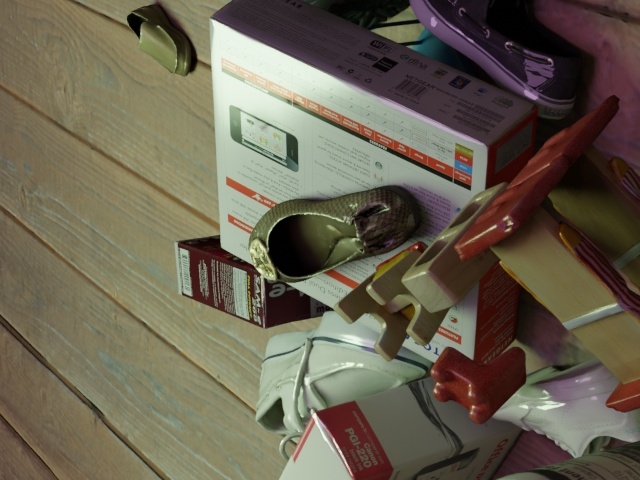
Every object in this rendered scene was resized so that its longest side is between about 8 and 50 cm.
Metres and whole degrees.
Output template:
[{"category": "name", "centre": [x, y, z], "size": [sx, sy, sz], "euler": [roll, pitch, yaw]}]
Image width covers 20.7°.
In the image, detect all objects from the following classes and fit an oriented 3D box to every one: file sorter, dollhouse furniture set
[{"category": "file sorter", "centre": [0.076, -0.135, 1.814], "size": [0.118, 0.104, 0.170], "euler": [66, 149, 23]}, {"category": "dollhouse furniture set", "centre": [0.191, 0.043, 1.534], "size": [0.201, 0.152, 0.374], "euler": [46, 155, -5]}]

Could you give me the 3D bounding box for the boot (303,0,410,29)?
[{"category": "boot", "centre": [-0.013, -0.451, 1.823], "size": [0.367, 0.146, 0.445], "euler": [-26, 80, 51]}]

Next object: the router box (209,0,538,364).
[{"category": "router box", "centre": [0.043, -0.058, 1.737], "size": [0.335, 0.082, 0.301], "euler": [28, 138, 28]}]

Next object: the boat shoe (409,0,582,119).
[{"category": "boat shoe", "centre": [0.167, -0.205, 1.654], "size": [0.228, 0.080, 0.076], "euler": [52, 135, 40]}]

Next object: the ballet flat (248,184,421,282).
[{"category": "ballet flat", "centre": [0.000, 0.000, 1.712], "size": [0.250, 0.058, 0.084], "euler": [-13, 111, 51]}]

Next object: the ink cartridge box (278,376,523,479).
[{"category": "ink cartridge box", "centre": [0.082, 0.224, 1.803], "size": [0.092, 0.218, 0.158], "euler": [57, 145, 27]}]

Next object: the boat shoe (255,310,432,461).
[{"category": "boat shoe", "centre": [0.007, 0.178, 1.957], "size": [0.367, 0.135, 0.156], "euler": [-19, 52, 64]}]

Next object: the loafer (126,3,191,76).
[{"category": "loafer", "centre": [-0.220, -0.268, 2.377], "size": [0.148, 0.050, 0.056], "euler": [50, 140, 43]}]

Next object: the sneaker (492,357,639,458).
[{"category": "sneaker", "centre": [0.230, 0.170, 1.673], "size": [0.212, 0.080, 0.094], "euler": [-19, 97, 62]}]

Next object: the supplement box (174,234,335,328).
[{"category": "supplement box", "centre": [-0.068, 0.042, 2.115], "size": [0.239, 0.130, 0.073], "euler": [17, 113, 58]}]

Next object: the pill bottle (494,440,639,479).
[{"category": "pill bottle", "centre": [0.233, 0.268, 1.383], "size": [0.204, 0.361, 0.204], "euler": [30, 125, 55]}]
